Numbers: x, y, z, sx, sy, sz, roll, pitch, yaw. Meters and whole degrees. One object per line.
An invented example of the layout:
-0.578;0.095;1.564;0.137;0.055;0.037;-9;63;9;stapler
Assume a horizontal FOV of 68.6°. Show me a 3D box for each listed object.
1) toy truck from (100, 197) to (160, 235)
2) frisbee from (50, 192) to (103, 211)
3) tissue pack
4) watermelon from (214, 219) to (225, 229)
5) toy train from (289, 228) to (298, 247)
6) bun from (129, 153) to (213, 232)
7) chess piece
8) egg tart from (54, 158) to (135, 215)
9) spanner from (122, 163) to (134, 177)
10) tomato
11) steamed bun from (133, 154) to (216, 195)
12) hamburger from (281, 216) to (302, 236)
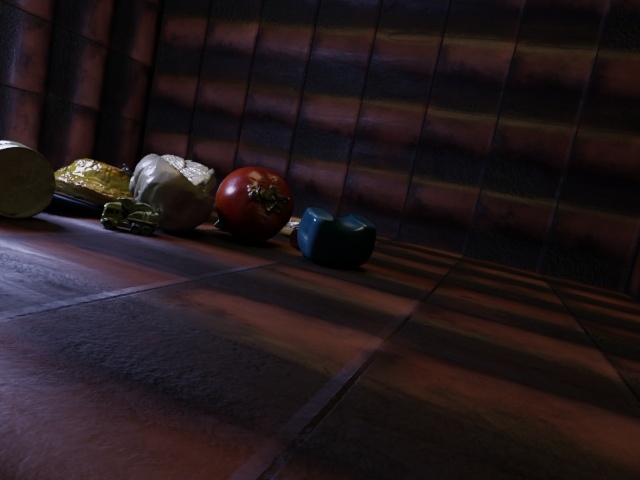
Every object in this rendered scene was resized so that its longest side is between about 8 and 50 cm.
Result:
-0.656;-0.088;1.635;0.191;0.116;0.085;11;5;-7;toy truck
-0.983;-0.146;1.790;0.289;0.049;0.289;18;-3;1;frisbee
0.059;0.000;1.809;0.287;0.206;0.198;7;17;-25;tissue pack
-0.411;-0.096;2.232;0.129;0.123;0.301;-10;4;2;watermelon
0.000;0.000;2.090;0.285;0.116;0.177;6;-3;-34;toy train
-0.589;-0.165;1.820;0.359;0.211;0.360;39;-7;6;bun
-1.085;-0.244;1.542;0.442;0.234;0.234;23;12;31;chess piece
-0.891;-0.227;1.932;0.443;0.178;0.443;19;-2;1;egg tart
-0.728;-0.234;1.911;0.015;0.054;0.254;-24;-27;3;spanner
-0.284;-0.146;1.960;0.321;0.321;0.321;11;7;-1;tomato
-0.696;-0.229;2.262;0.394;0.237;0.347;-5;50;-17;steamed bun
-0.094;-0.062;2.390;0.213;0.108;0.214;13;7;-2;hamburger
